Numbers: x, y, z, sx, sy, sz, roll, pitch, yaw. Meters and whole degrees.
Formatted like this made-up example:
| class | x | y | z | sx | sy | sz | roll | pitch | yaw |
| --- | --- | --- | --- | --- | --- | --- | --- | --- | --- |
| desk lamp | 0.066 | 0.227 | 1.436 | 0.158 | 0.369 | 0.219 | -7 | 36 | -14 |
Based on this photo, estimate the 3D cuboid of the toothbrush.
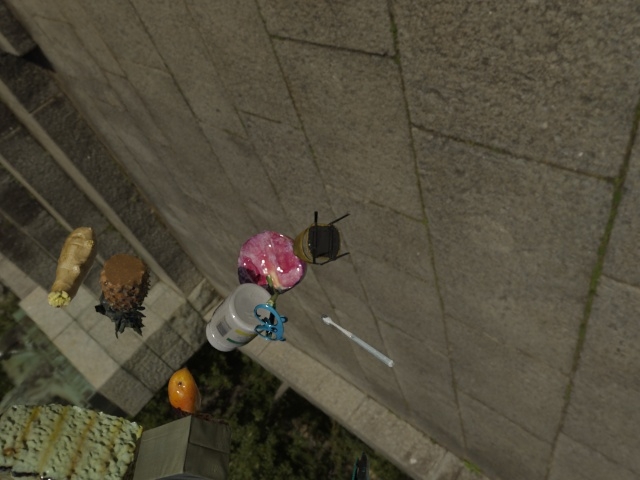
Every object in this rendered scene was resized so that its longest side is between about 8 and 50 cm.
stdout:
| class | x | y | z | sx | sy | sz | roll | pitch | yaw |
| --- | --- | --- | --- | --- | --- | --- | --- | --- | --- |
| toothbrush | 0.133 | 0.372 | 1.847 | 0.342 | 0.025 | 0.030 | 29 | 151 | 32 |

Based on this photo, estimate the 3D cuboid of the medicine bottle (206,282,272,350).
| class | x | y | z | sx | sy | sz | roll | pitch | yaw |
| --- | --- | --- | --- | --- | --- | --- | --- | --- | --- |
| medicine bottle | -0.347 | 0.337 | 2.084 | 0.208 | 0.208 | 0.339 | 43 | 138 | -2 |

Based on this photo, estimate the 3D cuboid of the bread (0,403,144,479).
| class | x | y | z | sx | sy | sz | roll | pitch | yaw |
| --- | --- | --- | --- | --- | --- | --- | --- | --- | --- |
| bread | -0.741 | 0.646 | 1.433 | 0.395 | 0.239 | 0.264 | 17 | 128 | -11 |

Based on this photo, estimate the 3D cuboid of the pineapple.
| class | x | y | z | sx | sy | sz | roll | pitch | yaw |
| --- | --- | --- | --- | --- | --- | --- | --- | --- | --- |
| pineapple | -0.648 | 0.202 | 1.614 | 0.165 | 0.165 | 0.365 | 38 | 135 | 11 |

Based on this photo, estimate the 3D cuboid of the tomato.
| class | x | y | z | sx | sy | sz | roll | pitch | yaw |
| --- | --- | --- | --- | --- | --- | --- | --- | --- | --- |
| tomato | -0.198 | 0.103 | 2.210 | 0.176 | 0.334 | 0.290 | 3 | -118 | -67 |

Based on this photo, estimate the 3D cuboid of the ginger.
| class | x | y | z | sx | sy | sz | roll | pitch | yaw |
| --- | --- | --- | --- | --- | --- | --- | --- | --- | --- |
| ginger | -1.030 | 0.112 | 1.998 | 0.236 | 0.376 | 0.166 | -9 | 130 | 29 |

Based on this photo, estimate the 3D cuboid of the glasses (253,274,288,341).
| class | x | y | z | sx | sy | sz | roll | pitch | yaw |
| --- | --- | --- | --- | --- | --- | --- | --- | --- | --- |
| glasses | -0.183 | 0.229 | 1.677 | 0.239 | 0.102 | 0.207 | 98 | 159 | -51 |

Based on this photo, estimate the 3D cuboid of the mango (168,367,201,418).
| class | x | y | z | sx | sy | sz | roll | pitch | yaw |
| --- | --- | --- | --- | --- | --- | --- | --- | --- | --- |
| mango | -0.477 | 0.552 | 1.739 | 0.141 | 0.102 | 0.217 | -130 | 28 | -51 |

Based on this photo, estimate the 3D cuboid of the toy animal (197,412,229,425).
| class | x | y | z | sx | sy | sz | roll | pitch | yaw |
| --- | --- | --- | --- | --- | --- | --- | --- | --- | --- |
| toy animal | -0.441 | 0.727 | 1.965 | 0.224 | 0.066 | 0.229 | 26 | 166 | -23 |

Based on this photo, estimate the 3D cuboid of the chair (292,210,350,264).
| class | x | y | z | sx | sy | sz | roll | pitch | yaw |
| --- | --- | --- | --- | --- | --- | --- | --- | --- | --- |
| chair | 0.000 | 0.000 | 1.916 | 0.172 | 0.159 | 0.247 | 6 | 161 | -13 |

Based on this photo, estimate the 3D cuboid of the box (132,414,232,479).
| class | x | y | z | sx | sy | sz | roll | pitch | yaw |
| --- | --- | --- | --- | --- | --- | --- | --- | --- | --- |
| box | -0.379 | 0.592 | 1.358 | 0.231 | 0.155 | 0.149 | -29 | 134 | 30 |

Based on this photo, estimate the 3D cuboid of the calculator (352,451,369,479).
| class | x | y | z | sx | sy | sz | roll | pitch | yaw |
| --- | --- | --- | --- | --- | --- | --- | --- | --- | --- |
| calculator | 0.137 | 0.942 | 1.750 | 0.058 | 0.274 | 0.249 | 3 | 111 | 13 |
